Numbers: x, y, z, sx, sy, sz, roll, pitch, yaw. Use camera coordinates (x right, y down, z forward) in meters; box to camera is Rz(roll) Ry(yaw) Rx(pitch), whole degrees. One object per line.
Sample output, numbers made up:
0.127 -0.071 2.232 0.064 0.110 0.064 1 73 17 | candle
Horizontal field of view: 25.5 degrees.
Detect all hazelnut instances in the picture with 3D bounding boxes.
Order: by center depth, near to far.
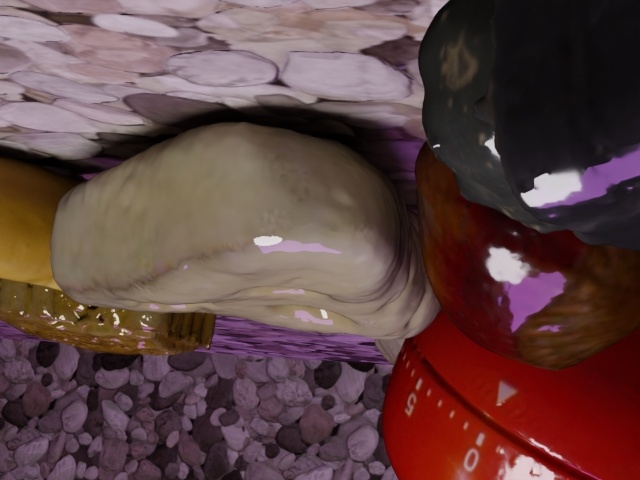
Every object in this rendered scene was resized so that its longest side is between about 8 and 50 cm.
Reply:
0.151 -0.009 0.942 0.170 0.160 0.201 -7 133 1 | hazelnut

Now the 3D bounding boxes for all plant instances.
0.143 -0.068 0.532 0.164 0.141 0.256 10 167 -32 | plant

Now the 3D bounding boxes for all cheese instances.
0.000 0.000 1.095 0.351 0.129 0.328 8 169 -26 | cheese

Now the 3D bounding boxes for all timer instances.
0.256 0.181 1.433 0.378 0.279 0.378 25 -167 -6 | timer

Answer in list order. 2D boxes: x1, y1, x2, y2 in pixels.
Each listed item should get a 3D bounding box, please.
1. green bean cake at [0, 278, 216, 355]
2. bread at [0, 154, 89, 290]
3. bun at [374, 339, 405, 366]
-0.244 0.060 1.635 0.224 0.131 0.230 5 171 16 | green bean cake
-0.264 -0.024 1.203 0.173 0.085 0.134 14 -159 -42 | bread
0.203 0.142 1.835 0.287 0.146 0.287 7 169 1 | bun
